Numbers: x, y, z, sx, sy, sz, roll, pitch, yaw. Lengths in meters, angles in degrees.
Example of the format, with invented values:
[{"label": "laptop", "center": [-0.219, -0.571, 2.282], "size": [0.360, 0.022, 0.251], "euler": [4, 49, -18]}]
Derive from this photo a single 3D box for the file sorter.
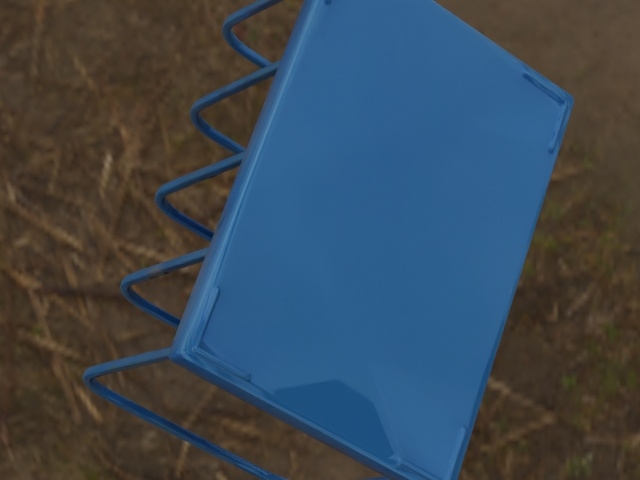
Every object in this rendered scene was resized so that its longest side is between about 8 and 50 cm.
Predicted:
[{"label": "file sorter", "center": [0.000, 0.000, 0.694], "size": [0.118, 0.104, 0.170], "euler": [31, 65, -24]}]
